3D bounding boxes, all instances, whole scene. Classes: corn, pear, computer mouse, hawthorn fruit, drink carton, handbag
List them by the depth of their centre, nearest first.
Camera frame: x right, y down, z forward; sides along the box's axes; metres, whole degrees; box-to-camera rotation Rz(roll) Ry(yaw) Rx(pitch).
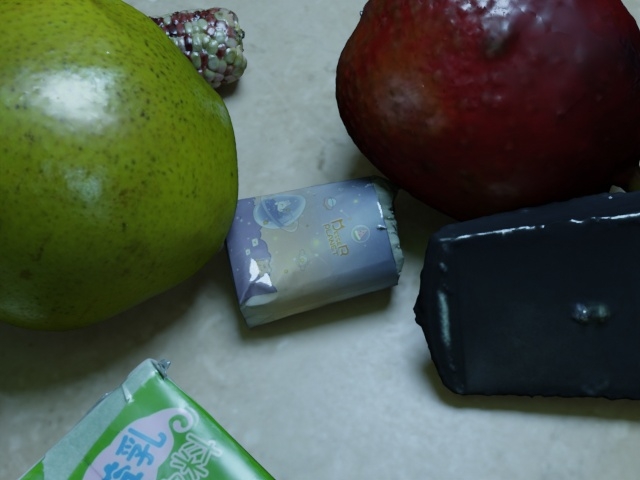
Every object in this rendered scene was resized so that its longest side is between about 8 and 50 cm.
[{"bbox_3d":[-0.089,0.237,0.695,0.271,0.108,0.161,39,69,21],"label":"drink carton"},{"bbox_3d":[0.226,0.043,0.774,0.295,0.168,0.087,-4,21,8],"label":"computer mouse"},{"bbox_3d":[-0.222,-0.068,0.778,0.294,0.294,0.294,-1,61,2],"label":"pear"},{"bbox_3d":[0.168,-0.130,0.815,0.307,0.265,0.265,45,70,6],"label":"hawthorn fruit"},{"bbox_3d":[0.000,0.000,0.834,0.173,0.095,0.117,-14,62,-2],"label":"handbag"},{"bbox_3d":[-0.201,-0.182,0.948,0.253,0.086,0.086,-10,61,-2],"label":"corn"}]
